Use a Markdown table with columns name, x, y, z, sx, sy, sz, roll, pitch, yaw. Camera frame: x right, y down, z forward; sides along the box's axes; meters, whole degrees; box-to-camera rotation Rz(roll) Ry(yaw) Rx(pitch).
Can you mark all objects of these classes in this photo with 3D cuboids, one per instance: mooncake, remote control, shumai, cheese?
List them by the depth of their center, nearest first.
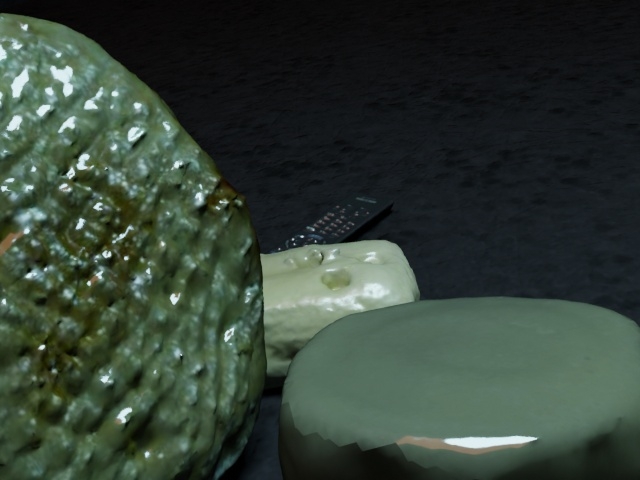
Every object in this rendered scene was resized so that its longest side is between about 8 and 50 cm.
| name | x | y | z | sx | sy | sz | roll | pitch | yaw |
| --- | --- | --- | --- | --- | --- | --- | --- | --- | --- |
| mooncake | 0.101 | 0.132 | 0.731 | 0.275 | 0.135 | 0.275 | -6 | 20 | 2 |
| shumai | -0.261 | 0.049 | 0.828 | 0.323 | 0.397 | 0.324 | -15 | 20 | 46 |
| cheese | -0.040 | 0.064 | 0.983 | 0.263 | 0.093 | 0.159 | -8 | 22 | 3 |
| remote control | 0.000 | 0.000 | 1.198 | 0.063 | 0.025 | 0.245 | 9 | 29 | 33 |
